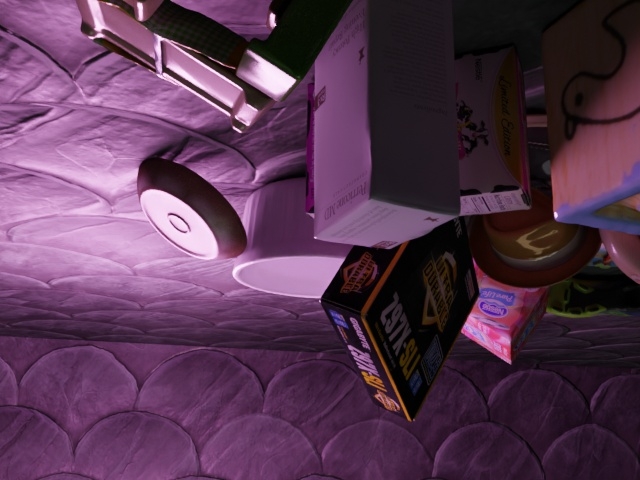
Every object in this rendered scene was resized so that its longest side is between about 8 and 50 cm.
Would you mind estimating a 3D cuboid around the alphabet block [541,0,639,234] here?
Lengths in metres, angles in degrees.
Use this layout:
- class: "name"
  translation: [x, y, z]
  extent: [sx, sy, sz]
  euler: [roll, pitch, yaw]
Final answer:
- class: "alphabet block"
  translation: [0.333, -0.122, 0.656]
  extent: [0.193, 0.197, 0.192]
  euler: [9, 161, -23]

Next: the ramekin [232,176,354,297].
- class: "ramekin"
  translation: [0.000, 0.000, 1.197]
  extent: [0.277, 0.135, 0.277]
  euler: [2, 163, 1]

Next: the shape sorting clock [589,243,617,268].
- class: "shape sorting clock"
  translation: [0.545, 0.018, 1.371]
  extent: [0.206, 0.040, 0.206]
  euler: [1, 163, 0]

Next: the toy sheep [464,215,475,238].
- class: "toy sheep"
  translation: [0.237, -0.029, 1.170]
  extent: [0.132, 0.091, 0.091]
  euler: [28, 152, -29]

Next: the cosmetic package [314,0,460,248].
- class: "cosmetic package"
  translation: [0.051, -0.119, 0.627]
  extent: [0.085, 0.231, 0.117]
  euler: [9, 161, -22]

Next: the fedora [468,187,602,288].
- class: "fedora"
  translation: [0.292, -0.026, 1.033]
  extent: [0.194, 0.194, 0.079]
  euler: [-8, 148, 30]

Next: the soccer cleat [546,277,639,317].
- class: "soccer cleat"
  translation: [0.601, 0.130, 1.654]
  extent: [0.288, 0.094, 0.121]
  euler: [1, 170, 3]

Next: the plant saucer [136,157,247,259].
- class: "plant saucer"
  translation: [-0.199, -0.034, 1.090]
  extent: [0.198, 0.036, 0.199]
  euler: [26, 148, 18]

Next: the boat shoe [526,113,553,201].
- class: "boat shoe"
  translation: [0.325, -0.089, 0.944]
  extent: [0.285, 0.093, 0.103]
  euler: [9, 160, -27]

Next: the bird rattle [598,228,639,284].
- class: "bird rattle"
  translation: [0.392, -0.044, 0.802]
  extent: [0.253, 0.207, 0.143]
  euler: [40, 162, -2]

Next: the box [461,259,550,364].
- class: "box"
  translation: [0.362, 0.136, 1.509]
  extent: [0.154, 0.142, 0.300]
  euler: [33, 174, 21]

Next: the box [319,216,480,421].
- class: "box"
  translation: [0.133, 0.081, 1.079]
  extent: [0.079, 0.257, 0.322]
  euler: [20, 152, 31]

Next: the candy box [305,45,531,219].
- class: "candy box"
  translation: [0.102, -0.105, 0.798]
  extent: [0.233, 0.159, 0.071]
  euler: [-6, 163, 21]

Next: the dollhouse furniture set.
- class: "dollhouse furniture set"
  translation: [-0.085, -0.214, 0.600]
  extent: [0.197, 0.151, 0.301]
  euler: [31, 174, -11]
